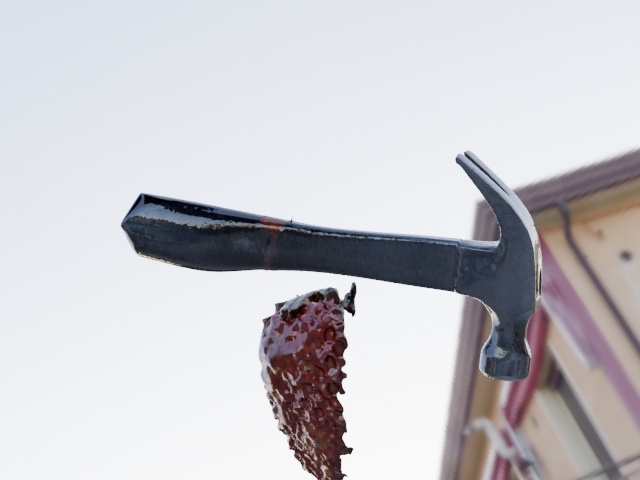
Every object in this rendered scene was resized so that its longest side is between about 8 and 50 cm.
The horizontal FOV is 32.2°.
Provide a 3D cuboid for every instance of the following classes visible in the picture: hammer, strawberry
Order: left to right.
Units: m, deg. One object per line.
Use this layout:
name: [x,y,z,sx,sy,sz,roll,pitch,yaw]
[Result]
strawberry: [-0.016,0.147,1.101,0.087,0.208,0.167,0,-11,-15]
hammer: [0.000,0.000,0.725,0.037,0.290,0.137,-26,-57,-68]
